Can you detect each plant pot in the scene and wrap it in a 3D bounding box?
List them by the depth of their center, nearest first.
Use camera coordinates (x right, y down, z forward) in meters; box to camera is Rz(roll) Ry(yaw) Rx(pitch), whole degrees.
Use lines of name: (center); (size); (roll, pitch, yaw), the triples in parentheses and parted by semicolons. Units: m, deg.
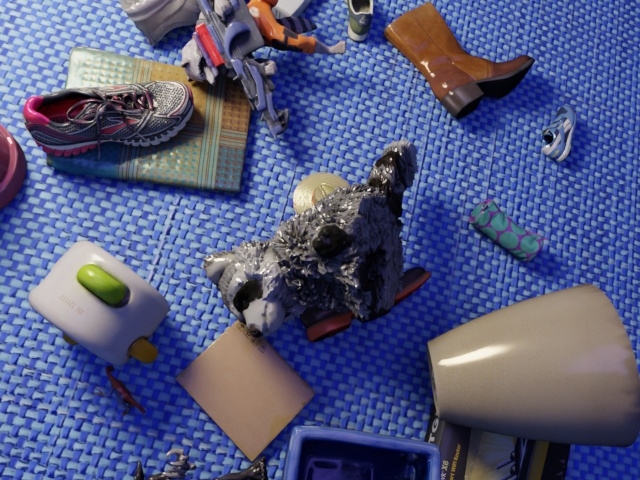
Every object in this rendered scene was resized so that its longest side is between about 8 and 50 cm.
plant pot: (0.043, 0.423, 0.832); (0.235, 0.212, 0.236); (9, 73, -6)
plant pot: (0.321, 0.215, 0.857); (0.273, 0.256, 0.257); (-8, 75, 6)
plant pot: (-0.645, -0.152, 0.896); (0.201, 0.180, 0.202); (2, 74, -8)

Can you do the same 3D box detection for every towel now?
towel: (-0.330, -0.239, 1.052); (0.370, 0.040, 0.272); (8, 73, -9)

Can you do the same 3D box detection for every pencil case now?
pencil case: (0.392, -0.022, 1.099); (0.151, 0.064, 0.070); (38, 96, 2)

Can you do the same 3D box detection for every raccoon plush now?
raccoon plush: (0.000, 0.000, 0.968); (0.446, 0.299, 0.216); (-51, 128, -49)

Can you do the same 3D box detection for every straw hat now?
straw hat: (0.018, -0.084, 1.054); (0.144, 0.061, 0.145); (2, 74, -9)

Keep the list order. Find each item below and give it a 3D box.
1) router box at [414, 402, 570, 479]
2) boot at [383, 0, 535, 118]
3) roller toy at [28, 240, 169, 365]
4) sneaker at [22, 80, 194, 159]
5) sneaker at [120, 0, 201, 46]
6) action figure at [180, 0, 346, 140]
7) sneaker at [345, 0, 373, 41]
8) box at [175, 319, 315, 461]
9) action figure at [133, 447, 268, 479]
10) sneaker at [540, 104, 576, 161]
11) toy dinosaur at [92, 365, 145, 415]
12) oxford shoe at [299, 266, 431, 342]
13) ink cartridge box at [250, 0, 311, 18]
router box: (0.325, 0.373, 0.964); (0.242, 0.081, 0.309); (20, 71, -3)
boot: (0.325, -0.441, 1.216); (0.264, 0.096, 0.280); (-31, 74, -9)
roller toy: (-0.365, 0.110, 0.865); (0.191, 0.209, 0.146); (21, 66, 38)
sneaker: (-0.380, -0.233, 0.961); (0.299, 0.112, 0.121); (-20, 78, -17)
sneaker: (-0.280, -0.520, 1.108); (0.281, 0.115, 0.105); (-35, 56, -13)
action figure: (-0.122, -0.381, 1.069); (0.330, 0.178, 0.342); (-22, 105, -13)
sneaker: (0.090, -0.560, 1.191); (0.064, 0.086, 0.192); (-1, 74, -10)
box: (-0.134, 0.264, 0.947); (0.201, 0.021, 0.164); (46, 72, 5)
action figure: (-0.217, 0.415, 0.823); (0.275, 0.141, 0.164); (-8, 59, -8)
sneaker: (0.545, -0.253, 1.200); (0.059, 0.053, 0.144); (19, 71, -2)
toy dinosaur: (-0.339, 0.252, 0.893); (0.090, 0.047, 0.082); (-8, 103, 17)
oxford shoe: (0.084, 0.096, 0.998); (0.271, 0.097, 0.098); (-22, 73, -15)
ink cartridge box: (-0.100, -0.632, 1.200); (0.223, 0.045, 0.224); (34, 72, 1)
